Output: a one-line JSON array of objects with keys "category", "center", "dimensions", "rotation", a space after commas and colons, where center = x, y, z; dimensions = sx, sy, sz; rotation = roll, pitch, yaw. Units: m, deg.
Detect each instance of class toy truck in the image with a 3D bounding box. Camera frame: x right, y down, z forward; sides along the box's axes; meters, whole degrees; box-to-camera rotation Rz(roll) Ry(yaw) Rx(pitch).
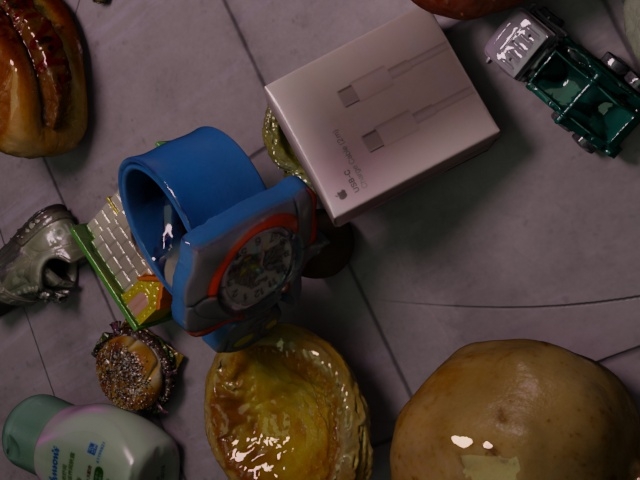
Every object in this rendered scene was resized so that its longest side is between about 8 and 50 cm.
[{"category": "toy truck", "center": [0.306, -0.202, 1.056], "dimensions": [0.216, 0.116, 0.110], "rotation": [47, 117, 15]}]

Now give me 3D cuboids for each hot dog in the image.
[{"category": "hot dog", "center": [-0.553, -0.342, 1.484], "dimensions": [0.405, 0.185, 0.223], "rotation": [46, 118, 15]}]

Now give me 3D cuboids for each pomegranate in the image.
[{"category": "pomegranate", "center": [0.253, 0.287, 1.057], "dimensions": [0.332, 0.332, 0.332], "rotation": [5, 100, 29]}]

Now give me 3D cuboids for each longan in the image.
[{"category": "longan", "center": [0.000, 0.000, 1.281], "dimensions": [0.106, 0.106, 0.119], "rotation": [-23, 46, 30]}]

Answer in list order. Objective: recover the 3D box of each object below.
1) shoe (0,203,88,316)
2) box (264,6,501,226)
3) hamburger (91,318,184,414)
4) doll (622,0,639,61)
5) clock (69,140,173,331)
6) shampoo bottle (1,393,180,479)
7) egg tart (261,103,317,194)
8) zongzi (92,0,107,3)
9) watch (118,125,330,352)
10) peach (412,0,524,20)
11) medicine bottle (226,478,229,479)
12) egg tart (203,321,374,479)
[{"category": "shoe", "center": [-0.535, 0.078, 1.580], "dimensions": [0.293, 0.109, 0.149], "rotation": [-48, 69, 22]}, {"category": "box", "center": [0.081, -0.165, 1.138], "dimensions": [0.251, 0.106, 0.203], "rotation": [-27, 84, 0]}, {"category": "hamburger", "center": [-0.336, 0.228, 1.504], "dimensions": [0.189, 0.093, 0.164], "rotation": [24, 109, 26]}, {"category": "doll", "center": [0.412, -0.263, 1.007], "dimensions": [0.103, 0.071, 0.214], "rotation": [-24, 75, 41]}, {"category": "clock", "center": [-0.265, -0.015, 1.417], "dimensions": [0.255, 0.106, 0.220], "rotation": [-42, 77, 28]}, {"category": "shampoo bottle", "center": [-0.434, 0.390, 1.554], "dimensions": [0.349, 0.151, 0.222], "rotation": [15, 112, 28]}, {"category": "egg tart", "center": [0.012, -0.160, 1.236], "dimensions": [0.197, 0.078, 0.197], "rotation": [0, 89, 7]}, {"category": "zongzi", "center": [-0.391, -0.457, 1.460], "dimensions": [0.083, 0.040, 0.076], "rotation": [39, 122, 32]}, {"category": "watch", "center": [-0.157, 0.001, 1.218], "dimensions": [0.274, 0.241, 0.305], "rotation": [42, 144, 30]}, {"category": "peach", "center": [0.192, -0.374, 1.018], "dimensions": [0.232, 0.232, 0.232], "rotation": [5, 100, 29]}, {"category": "medicine bottle", "center": [-0.125, 0.517, 1.403], "dimensions": [0.147, 0.147, 0.247], "rotation": [26, 110, 24]}, {"category": "egg tart", "center": [-0.038, 0.274, 1.314], "dimensions": [0.319, 0.128, 0.319], "rotation": [2, 93, 33]}]
